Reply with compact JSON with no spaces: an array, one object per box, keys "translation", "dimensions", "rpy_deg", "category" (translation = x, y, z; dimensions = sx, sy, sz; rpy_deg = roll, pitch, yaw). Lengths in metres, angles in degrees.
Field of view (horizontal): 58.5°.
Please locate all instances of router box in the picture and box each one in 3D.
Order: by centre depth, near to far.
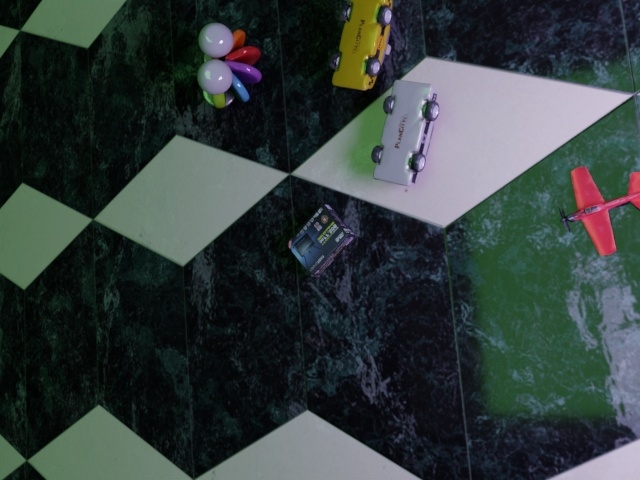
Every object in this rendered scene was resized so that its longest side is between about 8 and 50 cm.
[{"translation":[0.000,0.000,1.172],"dimensions":[0.122,0.038,0.092],"rpy_deg":[-49,65,19],"category":"router box"}]

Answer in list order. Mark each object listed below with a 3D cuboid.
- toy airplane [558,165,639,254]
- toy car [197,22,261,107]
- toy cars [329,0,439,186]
[{"translation":[0.455,-0.054,0.902],"dimensions":[0.151,0.028,0.151],"rpy_deg":[-1,88,31],"category":"toy airplane"},{"translation":[-0.199,-0.386,1.279],"dimensions":[0.136,0.159,0.182],"rpy_deg":[1,86,-5],"category":"toy car"},{"translation":[0.130,-0.290,1.092],"dimensions":[0.176,0.087,0.394],"rpy_deg":[-30,75,32],"category":"toy cars"}]
